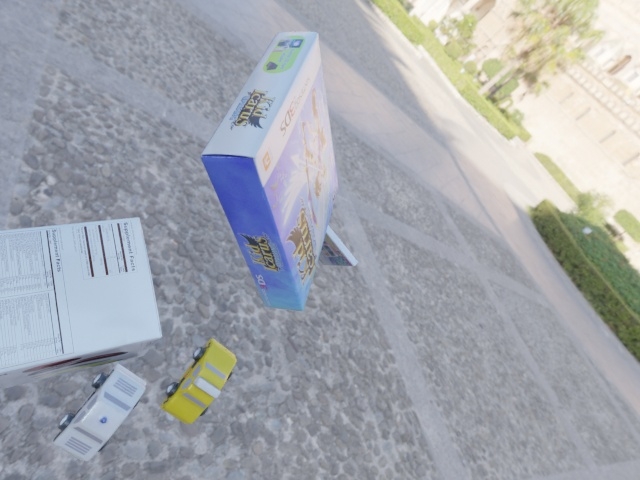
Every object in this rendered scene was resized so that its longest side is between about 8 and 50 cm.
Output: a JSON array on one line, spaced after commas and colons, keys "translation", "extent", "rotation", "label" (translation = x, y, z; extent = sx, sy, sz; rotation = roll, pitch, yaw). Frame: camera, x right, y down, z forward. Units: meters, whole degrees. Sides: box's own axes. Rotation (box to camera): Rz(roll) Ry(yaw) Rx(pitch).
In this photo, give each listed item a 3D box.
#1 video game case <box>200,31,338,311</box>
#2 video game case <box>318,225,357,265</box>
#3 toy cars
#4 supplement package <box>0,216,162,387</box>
[{"translation": [-0.039, -0.082, 0.571], "extent": [0.269, 0.061, 0.244], "rotation": [78, 24, -49], "label": "video game case"}, {"translation": [0.000, 0.000, 1.034], "extent": [0.019, 0.143, 0.157], "rotation": [-47, 110, -23], "label": "video game case"}, {"translation": [-0.353, 0.339, 0.938], "extent": [0.393, 0.087, 0.176], "rotation": [-10, 94, -31], "label": "toy cars"}, {"translation": [-0.320, 0.083, 0.529], "extent": [0.203, 0.194, 0.149], "rotation": [-8, 75, -29], "label": "supplement package"}]
